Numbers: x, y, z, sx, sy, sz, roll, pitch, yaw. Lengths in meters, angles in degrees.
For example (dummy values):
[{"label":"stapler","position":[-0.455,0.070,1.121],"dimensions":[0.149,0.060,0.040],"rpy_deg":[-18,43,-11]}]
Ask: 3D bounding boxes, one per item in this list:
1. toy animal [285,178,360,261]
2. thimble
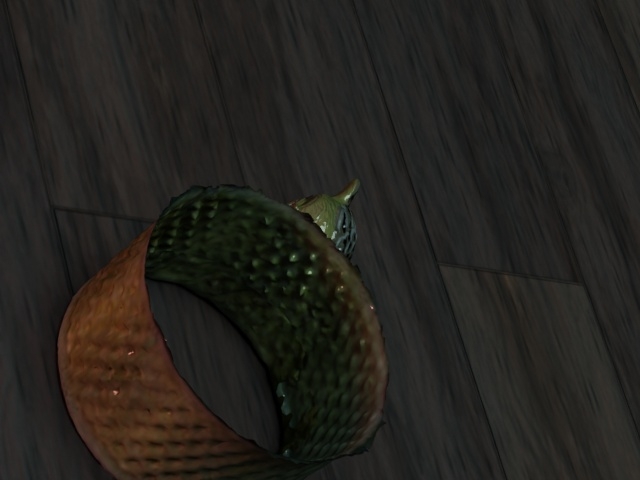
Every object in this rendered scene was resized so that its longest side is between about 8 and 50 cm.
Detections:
[{"label":"toy animal","position":[0.000,0.000,1.869],"dimensions":[0.137,0.098,0.098],"rpy_deg":[-28,83,-33]},{"label":"thimble","position":[-0.083,0.101,1.660],"dimensions":[0.271,0.150,0.271],"rpy_deg":[26,45,-30]}]
